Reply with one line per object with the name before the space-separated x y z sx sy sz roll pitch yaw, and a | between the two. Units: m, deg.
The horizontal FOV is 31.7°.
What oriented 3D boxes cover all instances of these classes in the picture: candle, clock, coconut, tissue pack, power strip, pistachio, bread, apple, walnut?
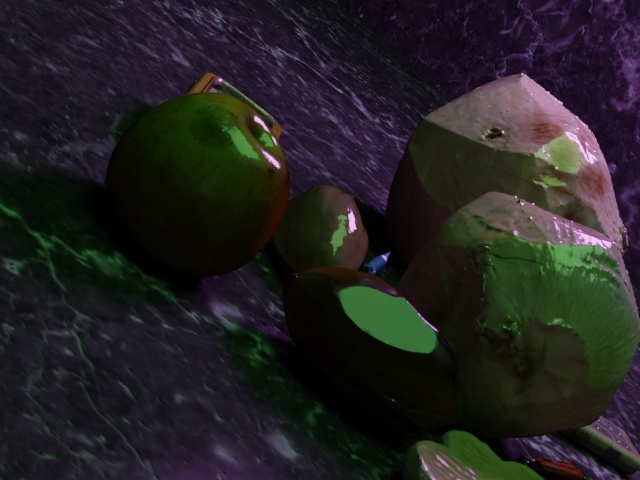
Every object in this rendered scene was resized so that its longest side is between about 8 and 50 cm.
candle | 0.292 0.291 1.445 0.167 0.021 0.026 23 44 -47
clock | -0.134 -0.141 1.510 0.143 0.096 0.202 34 16 -9
coconut | 0.290 -0.066 1.799 0.415 0.344 0.415 40 16 -14
tissue pack | 0.056 0.058 1.423 0.028 0.085 0.138 31 16 9
power strip | 0.369 0.260 1.667 0.268 0.034 0.092 33 18 -23
coconut | 0.237 0.099 1.367 0.297 0.297 0.254 34 6 -21
pistachio | 0.000 0.000 1.422 0.126 0.108 0.185 8 32 -11
bread | 0.202 0.312 1.136 0.316 0.054 0.316 35 17 -12
apple | -0.123 -0.063 1.186 0.196 0.196 0.196 36 17 -13
walnut | 0.061 0.116 1.206 0.245 0.137 0.137 34 17 -3
